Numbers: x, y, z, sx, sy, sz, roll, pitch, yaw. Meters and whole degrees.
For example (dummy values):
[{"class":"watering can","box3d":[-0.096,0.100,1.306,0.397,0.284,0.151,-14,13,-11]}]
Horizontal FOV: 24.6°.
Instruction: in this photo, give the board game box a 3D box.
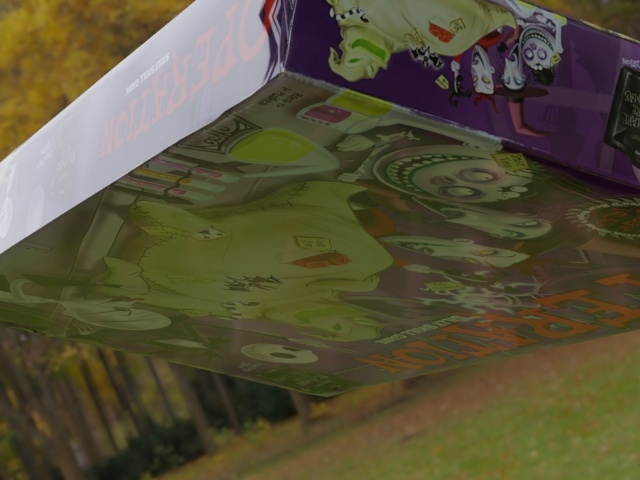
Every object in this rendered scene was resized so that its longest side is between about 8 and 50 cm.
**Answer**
[{"class":"board game box","box3d":[0.000,0.000,0.526,0.208,0.056,0.347,10,-16,-26]}]
